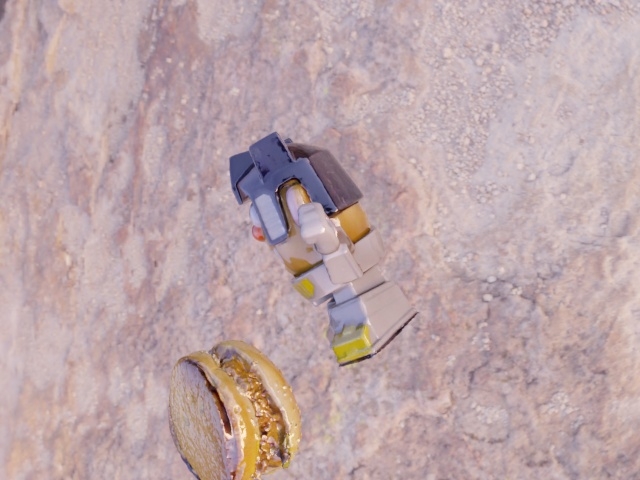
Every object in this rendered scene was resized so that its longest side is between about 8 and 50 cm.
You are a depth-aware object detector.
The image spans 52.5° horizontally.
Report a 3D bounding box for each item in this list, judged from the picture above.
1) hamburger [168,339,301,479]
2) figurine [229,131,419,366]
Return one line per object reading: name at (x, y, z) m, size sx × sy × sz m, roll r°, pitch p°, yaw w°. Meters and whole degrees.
hamburger at (-0.108, 0.216, 0.790) m, size 0.182 × 0.117 × 0.191 m, roll 60°, pitch 138°, yaw 25°
figurine at (0.002, -0.001, 0.800) m, size 0.308 × 0.143 × 0.309 m, roll 50°, pitch 156°, yaw 33°
